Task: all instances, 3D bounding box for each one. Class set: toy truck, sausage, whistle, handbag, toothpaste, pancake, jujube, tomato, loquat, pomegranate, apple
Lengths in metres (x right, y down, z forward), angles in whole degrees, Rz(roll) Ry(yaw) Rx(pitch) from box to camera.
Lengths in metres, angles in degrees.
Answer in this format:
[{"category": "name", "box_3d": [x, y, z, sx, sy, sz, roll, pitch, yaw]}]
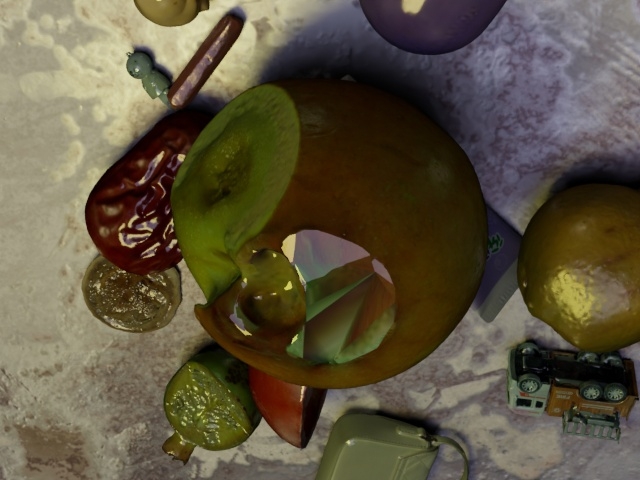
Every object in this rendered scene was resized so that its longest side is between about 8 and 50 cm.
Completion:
[{"category": "toy truck", "box_3d": [0.344, 0.214, 1.759, 0.177, 0.080, 0.115, 8, 128, 2]}, {"category": "sausage", "box_3d": [-0.148, -0.227, 1.602, 0.030, 0.035, 0.147, 24, 114, -43]}, {"category": "whistle", "box_3d": [-0.218, -0.207, 1.631, 0.035, 0.035, 0.100, -34, 110, 23]}, {"category": "handbag", "box_3d": [0.102, 0.376, 1.884, 0.219, 0.079, 0.256, 13, 120, -12]}, {"category": "toothpaste", "box_3d": [0.135, -0.059, 1.638, 0.371, 0.080, 0.125, 46, 72, -17]}, {"category": "pancake", "box_3d": [-0.272, 0.070, 1.793, 0.151, 0.025, 0.152, 4, 120, 7]}, {"category": "jujube", "box_3d": [-0.206, -0.064, 1.646, 0.155, 0.155, 0.230, 37, 110, -12]}, {"category": "tomato", "box_3d": [-0.046, 0.174, 1.725, 0.112, 0.199, 0.228, 11, 115, 8]}, {"category": "loquat", "box_3d": [0.368, 0.018, 1.587, 0.213, 0.213, 0.246, 37, 91, -12]}, {"category": "pomegranate", "box_3d": [-0.157, 0.240, 1.811, 0.143, 0.122, 0.169, 32, 110, -2]}, {"category": "apple", "box_3d": [0.000, 0.000, 1.451, 0.384, 0.374, 0.374, 6, 119, 11]}]

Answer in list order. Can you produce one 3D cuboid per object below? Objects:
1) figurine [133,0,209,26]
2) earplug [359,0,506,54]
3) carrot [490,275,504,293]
[{"category": "figurine", "box_3d": [-0.139, -0.332, 1.523, 0.196, 0.114, 0.108, -20, 90, 6]}, {"category": "earplug", "box_3d": [0.191, -0.406, 1.382, 0.215, 0.215, 0.456, 28, 122, -8]}, {"category": "carrot", "box_3d": [0.185, 0.022, 1.696, 0.139, 0.048, 0.048, 40, 116, -9]}]
